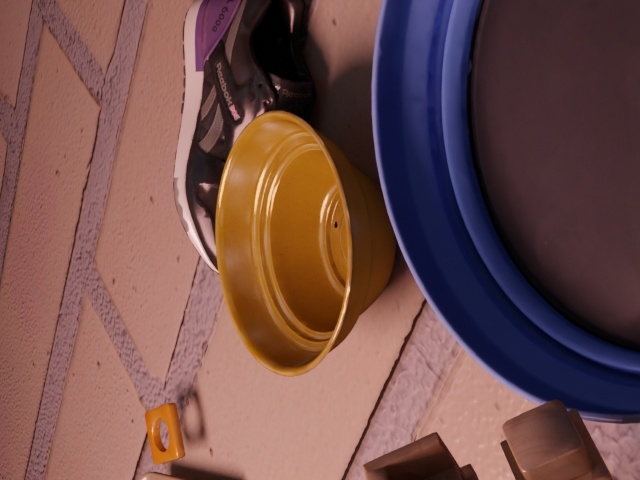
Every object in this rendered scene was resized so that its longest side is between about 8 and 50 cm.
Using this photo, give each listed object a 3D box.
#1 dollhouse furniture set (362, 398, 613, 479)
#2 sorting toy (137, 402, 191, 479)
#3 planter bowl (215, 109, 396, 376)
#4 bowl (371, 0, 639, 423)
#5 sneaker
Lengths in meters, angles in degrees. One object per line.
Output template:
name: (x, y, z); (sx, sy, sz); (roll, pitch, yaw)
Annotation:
dollhouse furniture set: (0.239, 0.187, 0.481); (0.174, 0.355, 0.303); (59, -172, -40)
sorting toy: (-0.136, 0.353, 1.156); (0.196, 0.047, 0.347); (-8, 86, 53)
planter bowl: (0.000, 0.000, 0.866); (0.217, 0.090, 0.217); (11, 103, 57)
bowl: (0.173, -0.093, 0.603); (0.391, 0.077, 0.391); (9, 101, 57)
sneaker: (-0.063, -0.102, 0.947); (0.124, 0.107, 0.283); (-5, 89, 51)
